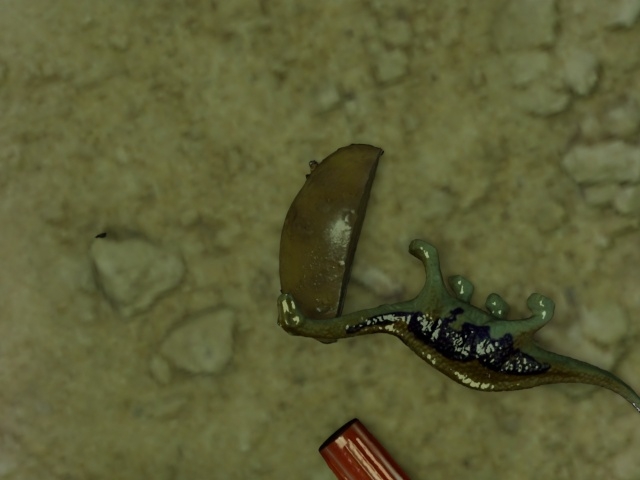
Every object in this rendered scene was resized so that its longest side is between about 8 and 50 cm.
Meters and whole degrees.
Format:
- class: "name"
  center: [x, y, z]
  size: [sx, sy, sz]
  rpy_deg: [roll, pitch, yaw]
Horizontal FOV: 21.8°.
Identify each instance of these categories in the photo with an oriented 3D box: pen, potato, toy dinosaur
- class: "pen"
  center: [0.083, 0.177, 0.732]
  size: [0.028, 0.028, 0.239]
  rpy_deg: [-41, 84, 6]
- class: "potato"
  center: [-0.001, -0.001, 0.742]
  size: [0.037, 0.036, 0.093]
  rpy_deg: [14, 92, 5]
- class: "toy dinosaur"
  center: [0.072, 0.038, 0.728]
  size: [0.180, 0.037, 0.058]
  rpy_deg: [15, 78, 3]
